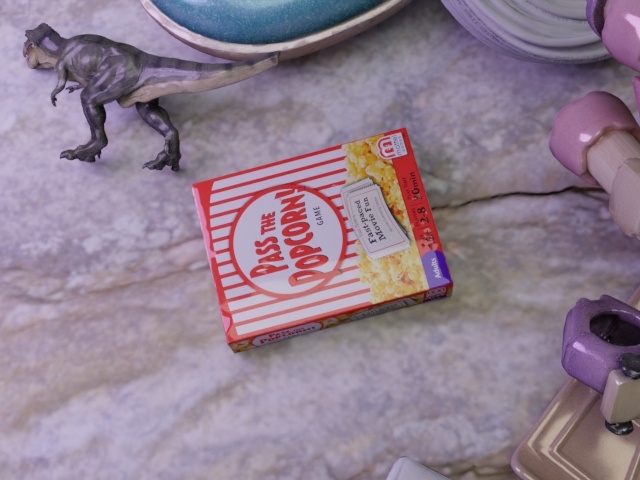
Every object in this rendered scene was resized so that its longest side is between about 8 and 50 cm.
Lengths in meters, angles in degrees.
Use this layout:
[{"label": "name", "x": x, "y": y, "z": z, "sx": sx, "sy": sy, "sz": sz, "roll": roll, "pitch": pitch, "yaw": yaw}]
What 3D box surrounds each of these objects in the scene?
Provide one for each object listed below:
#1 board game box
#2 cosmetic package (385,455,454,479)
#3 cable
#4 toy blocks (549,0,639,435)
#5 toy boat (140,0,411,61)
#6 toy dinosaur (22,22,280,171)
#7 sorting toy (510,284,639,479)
[{"label": "board game box", "x": 0.000, "y": 0.000, "z": 0.887, "sx": 0.193, "sy": 0.045, "sz": 0.147, "roll": -16, "pitch": 72, "yaw": -1}, {"label": "cosmetic package", "x": 0.158, "y": 0.368, "z": 0.611, "sx": 0.393, "sy": 0.329, "sz": 0.328, "roll": 23, "pitch": 77, "yaw": 10}, {"label": "cable", "x": 0.207, "y": -0.280, "z": 0.888, "sx": 0.257, "sy": 0.089, "sz": 0.257, "roll": 24, "pitch": 89, "yaw": -15}, {"label": "toy blocks", "x": 0.310, "y": -0.067, "z": 0.805, "sx": 0.288, "sy": 0.309, "sz": 0.260, "roll": -6, "pitch": 35, "yaw": -15}, {"label": "toy boat", "x": -0.059, "y": -0.317, "z": 0.938, "sx": 0.267, "sy": 0.148, "sz": 0.318, "roll": -21, "pitch": 73, "yaw": -2}, {"label": "toy dinosaur", "x": -0.169, "y": -0.124, "z": 0.916, "sx": 0.268, "sy": 0.064, "sz": 0.118, "roll": 10, "pitch": 98, "yaw": 20}, {"label": "sorting toy", "x": 0.283, "y": 0.161, "z": 0.824, "sx": 0.193, "sy": 0.038, "sz": 0.208, "roll": 37, "pitch": 74, "yaw": 14}]
